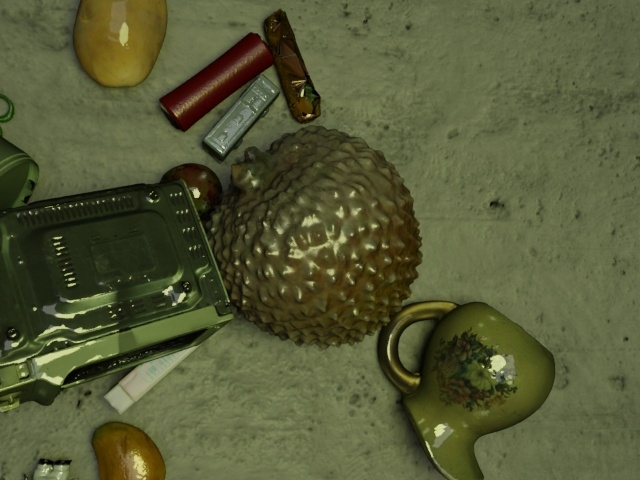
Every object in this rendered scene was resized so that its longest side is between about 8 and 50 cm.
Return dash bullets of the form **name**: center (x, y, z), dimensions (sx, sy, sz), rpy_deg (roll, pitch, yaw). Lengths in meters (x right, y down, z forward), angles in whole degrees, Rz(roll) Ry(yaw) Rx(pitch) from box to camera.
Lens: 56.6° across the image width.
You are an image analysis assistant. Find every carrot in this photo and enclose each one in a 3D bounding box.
- **carrot**: center (-0.059, -0.353, 1.210), dimensions (0.068, 0.069, 0.229), rpy_deg (-20, 90, -12)

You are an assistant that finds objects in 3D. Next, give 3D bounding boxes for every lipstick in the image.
- **lipstick**: center (-0.202, -0.311, 1.167), dimensions (0.241, 0.080, 0.080), rpy_deg (-40, 94, -11)

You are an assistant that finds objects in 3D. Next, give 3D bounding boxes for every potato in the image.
- **potato**: center (-0.378, -0.404, 1.115), dimensions (0.150, 0.146, 0.234), rpy_deg (10, 84, 20)

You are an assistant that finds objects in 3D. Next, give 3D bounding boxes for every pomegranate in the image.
- **pomegranate**: center (-0.242, -0.086, 1.127), dimensions (0.130, 0.130, 0.130), rpy_deg (1, 86, -11)

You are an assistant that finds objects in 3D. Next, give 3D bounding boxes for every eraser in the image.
- **eraser**: center (-0.291, 0.221, 1.103), dimensions (0.225, 0.095, 0.052), rpy_deg (-42, 94, -11)

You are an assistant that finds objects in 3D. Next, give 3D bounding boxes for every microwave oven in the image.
- **microwave oven**: center (-0.354, 0.072, 0.909), dimensions (0.354, 0.218, 0.287), rpy_deg (-14, 77, -33)

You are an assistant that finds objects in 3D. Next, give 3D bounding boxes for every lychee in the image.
- **lychee**: center (0.000, 0.000, 1.044), dimensions (0.432, 0.380, 0.380), rpy_deg (44, 78, -32)

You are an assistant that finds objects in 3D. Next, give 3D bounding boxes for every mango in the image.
- **mango**: center (-0.346, 0.408, 1.086), dimensions (0.115, 0.089, 0.165), rpy_deg (-15, 81, -9)

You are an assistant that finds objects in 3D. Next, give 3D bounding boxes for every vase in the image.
- **vase**: center (0.258, 0.260, 1.170), dimensions (0.329, 0.241, 0.302), rpy_deg (38, 93, 21)

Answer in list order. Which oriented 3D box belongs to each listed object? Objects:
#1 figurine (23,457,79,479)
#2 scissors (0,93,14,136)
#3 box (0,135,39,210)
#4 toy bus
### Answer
- **figurine**: center (-0.486, 0.503, 1.040), dimensions (0.137, 0.112, 0.229), rpy_deg (10, 78, -16)
- **scissors**: center (-0.676, -0.259, 1.094), dimensions (0.204, 0.027, 0.101), rpy_deg (27, 80, -10)
- **box**: center (-0.608, -0.089, 0.994), dimensions (0.149, 0.226, 0.226), rpy_deg (35, 80, -7)
- **toy bus**: center (-0.157, -0.244, 1.173), dimensions (0.064, 0.075, 0.190), rpy_deg (40, 81, -6)
